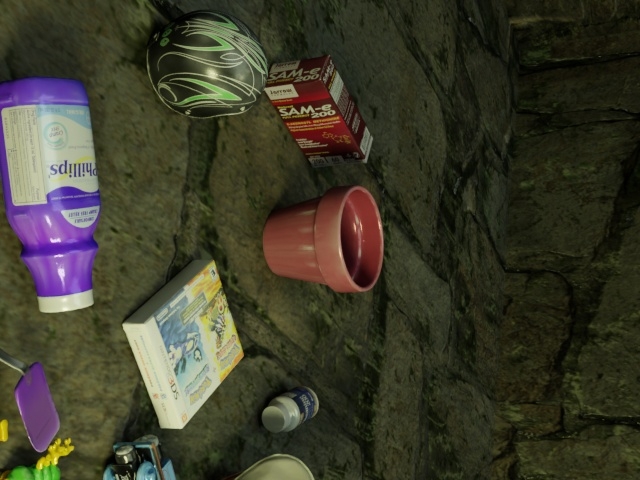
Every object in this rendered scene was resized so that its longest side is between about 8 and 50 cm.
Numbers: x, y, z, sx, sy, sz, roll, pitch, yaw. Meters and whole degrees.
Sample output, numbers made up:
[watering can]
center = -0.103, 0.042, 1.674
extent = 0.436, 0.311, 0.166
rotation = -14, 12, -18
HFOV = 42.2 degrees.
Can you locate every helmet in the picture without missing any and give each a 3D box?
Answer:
[helmet]
center = -0.166, -0.274, 1.282
extent = 0.169, 0.162, 0.169
rotation = 10, 78, -62

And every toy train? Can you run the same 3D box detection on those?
[toy train]
center = -0.243, 0.361, 1.169
extent = 0.105, 0.080, 0.184
rotation = -46, 125, -67

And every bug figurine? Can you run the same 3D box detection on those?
[bug figurine]
center = -0.362, 0.343, 0.938
extent = 0.216, 0.072, 0.278
rotation = 16, 68, -68

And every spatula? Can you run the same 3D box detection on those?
[spatula]
center = -0.374, 0.108, 0.932
extent = 0.296, 0.030, 0.084
rotation = 61, 10, -16

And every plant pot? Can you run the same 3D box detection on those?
[plant pot]
center = 0.000, 0.000, 1.561
extent = 0.201, 0.180, 0.201
rotation = 10, 79, -62

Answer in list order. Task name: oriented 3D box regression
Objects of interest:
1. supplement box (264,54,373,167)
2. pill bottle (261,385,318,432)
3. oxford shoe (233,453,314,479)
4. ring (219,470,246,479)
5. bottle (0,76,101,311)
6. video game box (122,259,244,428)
[supplement box]
center = 0.000, -0.250, 1.641
extent = 0.239, 0.130, 0.073
rotation = 55, 41, -45
[pill bottle]
center = -0.058, 0.316, 1.540
extent = 0.120, 0.067, 0.067
rotation = -11, 98, -63
[oxford shoe]
center = -0.139, 0.476, 1.186
extent = 0.449, 0.169, 0.130
rotation = -43, 161, -41
[ring]
center = -0.075, 0.518, 1.279
extent = 0.032, 0.337, 0.336
rotation = 113, 0, -49
[bottle]
center = -0.329, -0.055, 1.018
extent = 0.118, 0.092, 0.282
rotation = -14, 100, -64
[video game box]
center = -0.206, 0.157, 1.290
extent = 0.205, 0.048, 0.187
rotation = -49, 132, -54
